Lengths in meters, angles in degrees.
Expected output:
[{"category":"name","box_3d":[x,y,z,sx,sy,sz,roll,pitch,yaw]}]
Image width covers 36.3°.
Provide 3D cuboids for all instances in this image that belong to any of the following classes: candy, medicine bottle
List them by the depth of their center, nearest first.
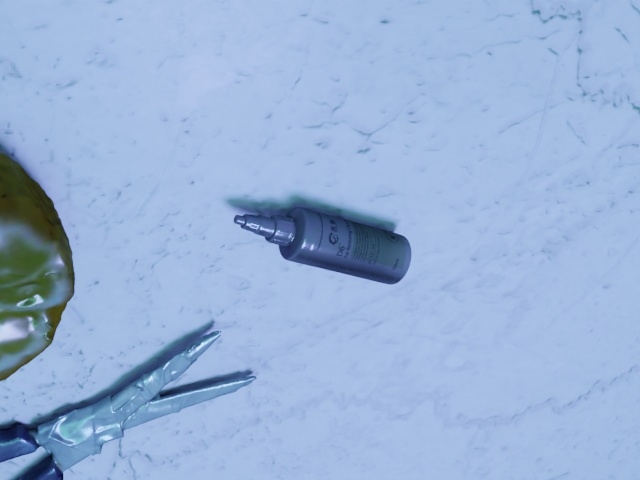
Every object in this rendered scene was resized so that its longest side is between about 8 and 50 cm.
[{"category":"candy","box_3d":[-0.344,0.031,0.850,0.259,0.118,0.260,-12,130,-15]},{"category":"medicine bottle","box_3d":[0.000,0.000,1.006,0.199,0.058,0.058,15,117,-29]}]

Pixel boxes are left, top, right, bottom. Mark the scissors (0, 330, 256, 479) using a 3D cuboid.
[{"category":"scissors","box_3d":[-0.255,0.212,1.071,0.383,0.029,0.256,-26,130,-5]}]
